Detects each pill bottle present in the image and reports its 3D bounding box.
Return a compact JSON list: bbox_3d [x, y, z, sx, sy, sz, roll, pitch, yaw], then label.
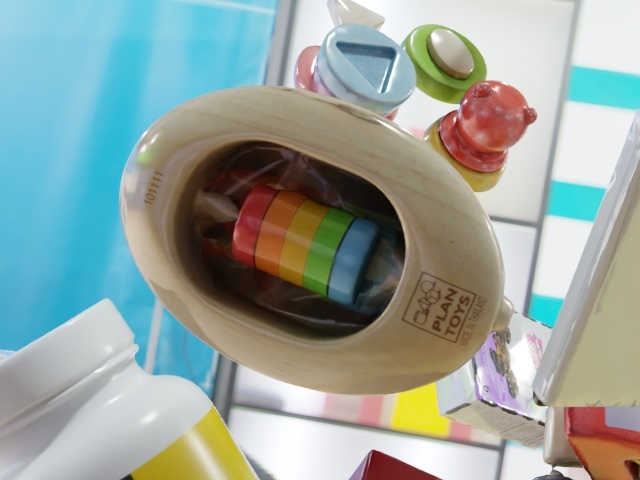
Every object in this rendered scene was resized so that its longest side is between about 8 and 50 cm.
[{"bbox_3d":[-0.122,0.217,0.825,0.188,0.334,0.188,-31,3,2],"label":"pill bottle"}]

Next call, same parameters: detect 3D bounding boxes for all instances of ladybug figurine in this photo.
[{"bbox_3d":[0.000,0.000,1.289,0.449,0.305,0.162,26,10,15],"label":"ladybug figurine"}]

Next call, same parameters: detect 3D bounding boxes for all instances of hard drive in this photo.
[{"bbox_3d":[0.342,0.027,1.141,0.203,0.307,0.040,3,30,-21],"label":"hard drive"}]

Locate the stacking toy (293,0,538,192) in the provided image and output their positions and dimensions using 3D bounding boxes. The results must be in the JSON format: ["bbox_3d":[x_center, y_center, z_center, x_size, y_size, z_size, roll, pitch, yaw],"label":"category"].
[{"bbox_3d":[0.133,-0.236,1.565,0.309,0.279,0.130,18,-40,-16],"label":"stacking toy"}]

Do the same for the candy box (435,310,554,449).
[{"bbox_3d":[0.241,0.174,1.590,0.196,0.164,0.070,24,-41,-36],"label":"candy box"}]

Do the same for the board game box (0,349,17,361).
[{"bbox_3d":[-0.257,0.182,1.365,0.211,0.039,0.160,29,-19,-34],"label":"board game box"}]

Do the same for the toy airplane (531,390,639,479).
[{"bbox_3d":[0.463,0.266,1.423,0.272,0.386,0.384,-20,8,43],"label":"toy airplane"}]

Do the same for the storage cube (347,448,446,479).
[{"bbox_3d":[0.079,0.369,1.248,0.215,0.193,0.183,25,-43,-6],"label":"storage cube"}]
